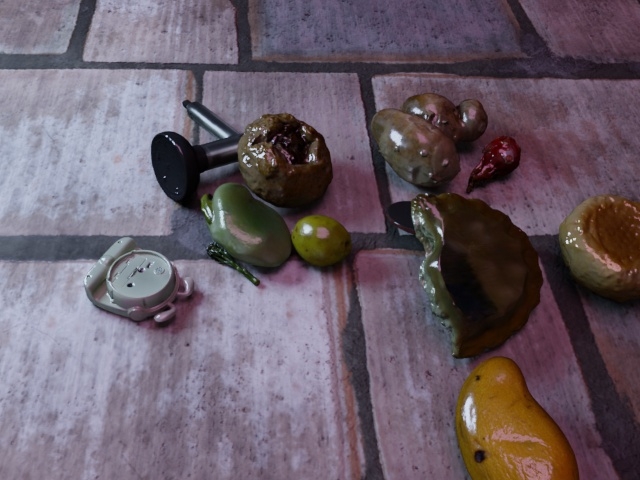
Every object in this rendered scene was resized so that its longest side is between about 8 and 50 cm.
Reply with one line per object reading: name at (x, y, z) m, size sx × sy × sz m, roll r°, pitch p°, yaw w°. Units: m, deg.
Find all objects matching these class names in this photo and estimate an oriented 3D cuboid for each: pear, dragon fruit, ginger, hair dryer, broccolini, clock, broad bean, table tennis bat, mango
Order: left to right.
clock at (-0.353, 0.083, 1.415) m, size 0.191 × 0.062 × 0.151 m, roll 21°, pitch 49°, yaw 13°
hair dryer at (-0.287, -0.226, 1.710) m, size 0.284 × 0.155 × 0.320 m, roll 17°, pitch 32°, yaw 37°
broccolini at (-0.183, 0.053, 1.484) m, size 0.140 × 0.030 × 0.035 m, roll 39°, pitch 91°, yaw 18°
broad bean at (-0.159, -0.032, 1.509) m, size 0.228 × 0.100 × 0.169 m, roll 30°, pitch 37°, yaw 12°
pear at (0.000, 0.000, 1.498) m, size 0.132 × 0.107 × 0.107 m, roll 15°, pitch 48°, yaw 16°
ginger at (0.264, -0.262, 1.721) m, size 0.245 × 0.155 × 0.304 m, roll 28°, pitch 52°, yaw 21°
table tennis bat at (0.293, -0.035, 1.574) m, size 0.301 × 0.022 × 0.173 m, roll 13°, pitch 27°, yaw 6°
dragon fruit at (0.417, -0.179, 1.712) m, size 0.094 × 0.094 × 0.190 m, roll 31°, pitch 61°, yaw 21°
mango at (0.321, 0.340, 1.205) m, size 0.177 × 0.120 × 0.294 m, roll -12°, pitch 48°, yaw -6°

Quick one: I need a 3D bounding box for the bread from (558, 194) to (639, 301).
bread at (0.618, 0.021, 1.513) m, size 0.245 × 0.134 × 0.244 m, roll 4°, pitch 49°, yaw -5°

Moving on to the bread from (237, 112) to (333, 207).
bread at (-0.074, -0.182, 1.597) m, size 0.230 × 0.123 × 0.229 m, roll 16°, pitch 58°, yaw -26°

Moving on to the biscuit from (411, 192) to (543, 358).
biscuit at (0.291, 0.047, 1.419) m, size 0.335 × 0.078 × 0.329 m, roll 45°, pitch 59°, yaw 1°
